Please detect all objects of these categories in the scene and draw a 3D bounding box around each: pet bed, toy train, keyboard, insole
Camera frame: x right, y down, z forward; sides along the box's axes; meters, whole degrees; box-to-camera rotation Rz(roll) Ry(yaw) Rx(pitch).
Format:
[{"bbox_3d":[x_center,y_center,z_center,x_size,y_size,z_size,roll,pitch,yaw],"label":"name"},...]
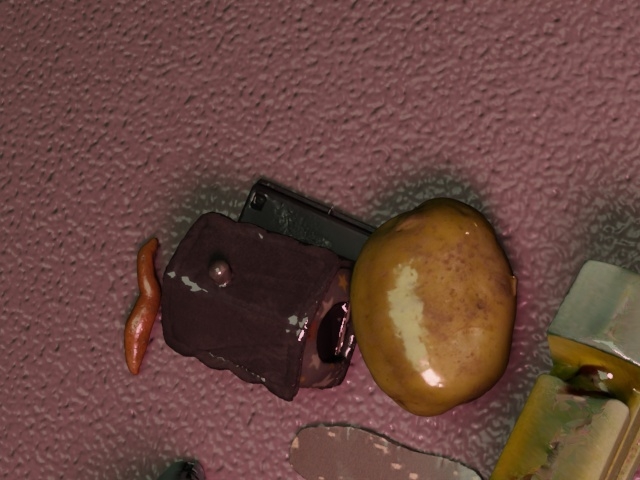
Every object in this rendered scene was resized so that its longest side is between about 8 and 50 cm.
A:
[{"bbox_3d":[-0.067,0.075,1.776,0.211,0.159,0.183,21,96,26],"label":"pet bed"},{"bbox_3d":[0.262,0.218,1.539,0.160,0.253,0.397,22,69,25],"label":"toy train"},{"bbox_3d":[0.000,0.000,1.852,0.230,0.025,0.094,25,91,25],"label":"keyboard"},{"bbox_3d":[0.076,0.271,1.771,0.248,0.011,0.081,13,87,23],"label":"insole"}]

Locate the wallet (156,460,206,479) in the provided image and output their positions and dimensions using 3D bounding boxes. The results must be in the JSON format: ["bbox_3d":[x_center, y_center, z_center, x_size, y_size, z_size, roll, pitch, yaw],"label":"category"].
[{"bbox_3d":[-0.213,0.353,1.748,0.075,0.250,0.176,42,97,-2],"label":"wallet"}]

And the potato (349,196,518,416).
[{"bbox_3d":[0.130,0.075,1.712,0.197,0.148,0.228,-25,83,1],"label":"potato"}]

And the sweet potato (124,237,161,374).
[{"bbox_3d":[-0.224,0.083,1.922,0.044,0.044,0.179,4,82,23],"label":"sweet potato"}]
